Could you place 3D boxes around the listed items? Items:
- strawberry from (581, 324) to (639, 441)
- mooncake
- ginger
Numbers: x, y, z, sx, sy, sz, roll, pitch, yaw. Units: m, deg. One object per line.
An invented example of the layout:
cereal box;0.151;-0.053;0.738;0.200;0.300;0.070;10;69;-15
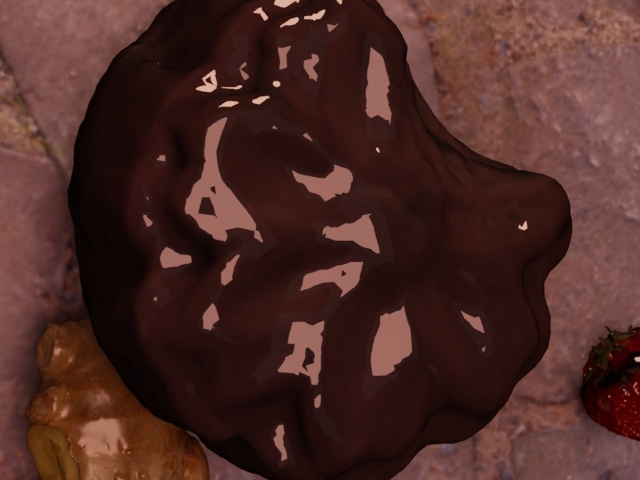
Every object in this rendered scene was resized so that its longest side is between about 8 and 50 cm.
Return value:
strawberry;0.274;0.127;1.508;0.106;0.106;0.106;-3;100;-18
mooncake;0.000;0.000;1.313;0.381;0.212;0.351;34;78;-24
ginger;-0.157;0.156;1.370;0.157;0.102;0.216;-16;100;-42
